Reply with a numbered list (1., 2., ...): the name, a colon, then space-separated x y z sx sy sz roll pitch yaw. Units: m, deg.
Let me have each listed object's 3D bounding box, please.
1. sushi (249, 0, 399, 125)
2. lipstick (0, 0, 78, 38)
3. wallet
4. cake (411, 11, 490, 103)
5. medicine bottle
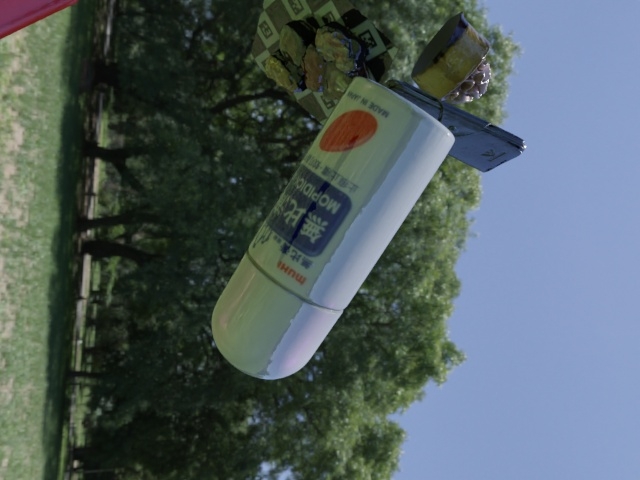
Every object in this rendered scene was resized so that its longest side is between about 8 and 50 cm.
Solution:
1. sushi: -0.028 -0.322 1.032 0.292 0.059 0.294 46 -28 10
2. lipstick: -0.278 -0.114 0.339 0.073 0.280 0.073 48 -19 22
3. wallet: 0.250 -0.229 1.192 0.045 0.318 0.172 -69 -167 -11
4. cake: 0.345 -0.424 1.432 0.207 0.178 0.185 -52 -168 32
5. medicine bottle: 0.000 0.000 0.642 0.340 0.130 0.130 -57 -153 10
